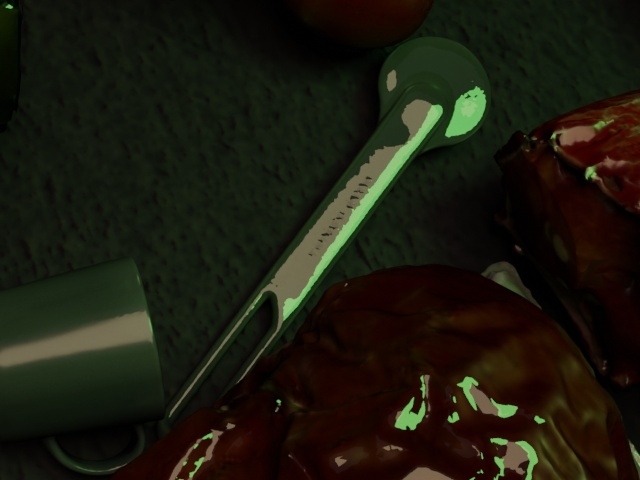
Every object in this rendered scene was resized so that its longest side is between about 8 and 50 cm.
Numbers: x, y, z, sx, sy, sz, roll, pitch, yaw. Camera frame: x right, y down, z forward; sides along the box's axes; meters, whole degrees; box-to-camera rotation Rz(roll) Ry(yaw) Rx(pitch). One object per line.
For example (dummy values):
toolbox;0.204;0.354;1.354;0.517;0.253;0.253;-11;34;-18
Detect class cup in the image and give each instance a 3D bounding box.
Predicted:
cup;-0.115;0.063;0.710;0.077;0.078;0.100;-12;106;-12

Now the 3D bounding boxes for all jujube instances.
jujube;0.024;0.127;0.643;0.213;0.213;0.232;46;67;4

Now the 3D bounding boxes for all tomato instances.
tomato;0.017;-0.138;0.805;0.087;0.075;0.087;14;53;-20

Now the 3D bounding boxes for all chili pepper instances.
chili pepper;0.220;-0.024;0.805;0.252;0.136;0.144;-23;44;-29

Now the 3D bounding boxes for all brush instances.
brush;0.000;0.000;0.785;0.062;0.027;0.266;37;71;1

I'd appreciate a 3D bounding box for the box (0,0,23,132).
box;-0.366;-0.224;0.705;0.372;0.138;0.420;-13;74;-18

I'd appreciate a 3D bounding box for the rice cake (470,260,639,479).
rice cake;0.135;0.129;0.759;0.055;0.049;0.270;-26;80;-38
